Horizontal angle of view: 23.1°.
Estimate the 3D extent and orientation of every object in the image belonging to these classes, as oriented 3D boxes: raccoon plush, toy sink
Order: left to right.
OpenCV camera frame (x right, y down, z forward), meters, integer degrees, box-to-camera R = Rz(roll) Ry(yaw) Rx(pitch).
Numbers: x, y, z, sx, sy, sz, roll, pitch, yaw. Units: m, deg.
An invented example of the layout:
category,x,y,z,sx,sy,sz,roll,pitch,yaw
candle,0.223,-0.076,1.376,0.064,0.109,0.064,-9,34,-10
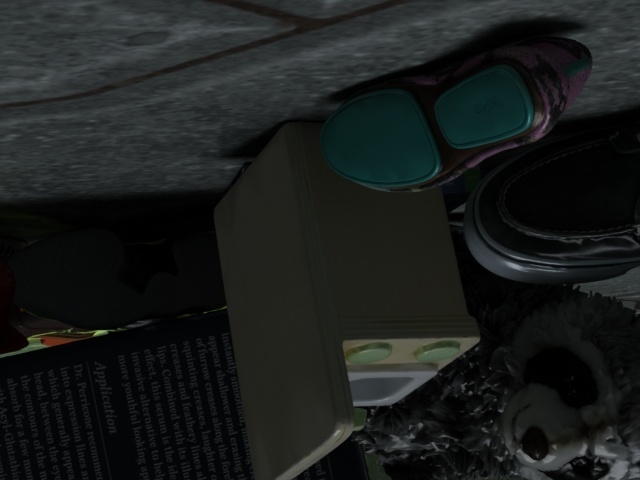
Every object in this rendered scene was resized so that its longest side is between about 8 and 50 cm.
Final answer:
category,x,y,z,sx,sy,sz,roll,pitch,yaw
toy sink,0.021,0.051,1.160,0.131,0.234,0.153,1,155,-25
raccoon plush,0.215,0.057,1.345,0.299,0.216,0.446,-1,-144,26

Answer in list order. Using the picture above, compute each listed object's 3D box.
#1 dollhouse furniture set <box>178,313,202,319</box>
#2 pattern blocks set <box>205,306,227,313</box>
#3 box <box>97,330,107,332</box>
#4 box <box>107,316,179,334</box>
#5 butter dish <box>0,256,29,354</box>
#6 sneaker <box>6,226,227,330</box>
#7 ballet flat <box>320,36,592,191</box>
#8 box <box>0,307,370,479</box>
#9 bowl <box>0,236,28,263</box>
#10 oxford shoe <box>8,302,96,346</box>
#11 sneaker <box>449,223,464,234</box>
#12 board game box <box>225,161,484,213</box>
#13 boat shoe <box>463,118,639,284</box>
category,x,y,z,sx,sy,sz,roll,pitch,yaw
dollhouse furniture set,-0.147,0.111,1.892,0.101,0.161,0.182,-6,173,12
pattern blocks set,-0.057,0.111,1.789,0.324,0.026,0.285,-20,155,16
box,-0.311,0.097,2.087,0.059,0.054,0.169,-1,171,-28
box,-0.184,0.125,2.174,0.153,0.108,0.207,1,171,-33
butter dish,-0.331,0.024,1.347,0.160,0.118,0.160,34,-163,18
sneaker,-0.223,0.049,1.599,0.268,0.101,0.153,-1,169,-41
ballet flat,0.090,-0.081,0.994,0.079,0.077,0.221,-23,-176,-35
box,-0.180,0.190,1.464,0.395,0.212,0.293,-11,178,-10
bowl,-0.379,0.047,1.584,0.170,0.080,0.170,-5,173,-1
oxford shoe,-0.343,0.069,1.813,0.098,0.097,0.271,-33,162,31
sneaker,0.063,0.028,1.664,0.258,0.094,0.091,1,180,-7
board game box,0.026,-0.041,1.342,0.201,0.035,0.136,-3,172,-11
boat shoe,0.273,-0.054,1.189,0.335,0.121,0.119,-13,161,-2
